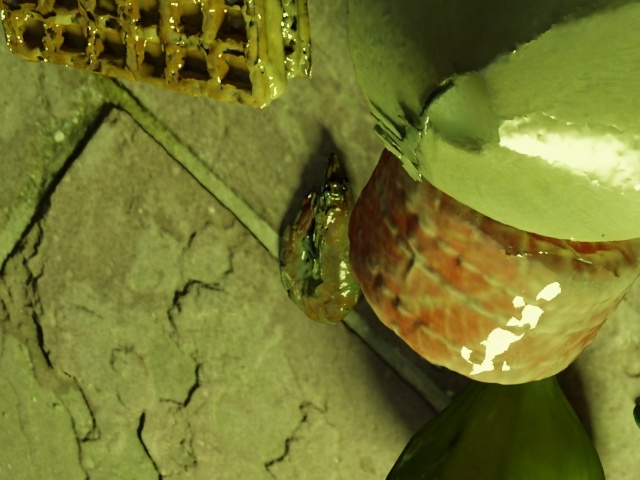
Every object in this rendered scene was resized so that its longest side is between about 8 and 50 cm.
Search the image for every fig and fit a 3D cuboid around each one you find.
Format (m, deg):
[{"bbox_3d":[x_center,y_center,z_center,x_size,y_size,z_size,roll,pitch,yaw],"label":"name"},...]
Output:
[{"bbox_3d":[0.147,0.229,1.552,0.233,0.233,0.314,16,130,26],"label":"fig"}]

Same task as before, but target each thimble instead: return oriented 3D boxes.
[{"bbox_3d":[0.145,-0.007,1.416,0.239,0.239,0.162,35,129,13],"label":"thimble"}]

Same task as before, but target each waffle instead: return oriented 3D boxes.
[{"bbox_3d":[-0.161,-0.249,1.573,0.308,0.091,0.212,14,123,28],"label":"waffle"}]

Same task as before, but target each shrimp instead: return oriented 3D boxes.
[{"bbox_3d":[0.000,0.000,1.643,0.101,0.042,0.190,28,130,28],"label":"shrimp"}]

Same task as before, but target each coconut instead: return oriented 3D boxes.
[{"bbox_3d":[0.180,-0.154,1.242,0.323,0.323,0.323,17,124,26],"label":"coconut"}]

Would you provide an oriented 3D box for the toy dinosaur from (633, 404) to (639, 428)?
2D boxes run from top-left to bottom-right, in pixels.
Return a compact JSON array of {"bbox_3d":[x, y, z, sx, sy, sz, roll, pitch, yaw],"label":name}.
[{"bbox_3d":[0.472,0.231,1.417,0.331,0.129,0.383,-37,71,32],"label":"toy dinosaur"}]
